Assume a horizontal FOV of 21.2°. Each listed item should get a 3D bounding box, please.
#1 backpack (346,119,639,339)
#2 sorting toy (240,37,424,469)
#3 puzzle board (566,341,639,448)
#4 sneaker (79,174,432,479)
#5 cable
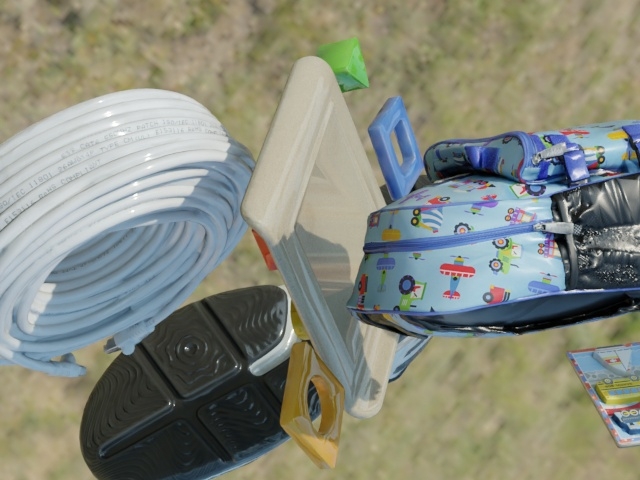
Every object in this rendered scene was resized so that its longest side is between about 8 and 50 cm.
[{"bbox_3d":[0.101,-0.003,0.992,0.173,0.117,0.158,-8,-177,-18],"label":"backpack"},{"bbox_3d":[0.000,0.000,1.186,0.196,0.047,0.348,62,30,-34],"label":"sorting toy"},{"bbox_3d":[0.243,0.097,1.164,0.128,0.096,0.011,-6,128,-14],"label":"puzzle board"},{"bbox_3d":[-0.024,0.137,1.700,0.447,0.169,0.257,-33,158,-14],"label":"sneaker"},{"bbox_3d":[-0.164,-0.006,1.225,0.257,0.089,0.257,-38,159,17],"label":"cable"}]
